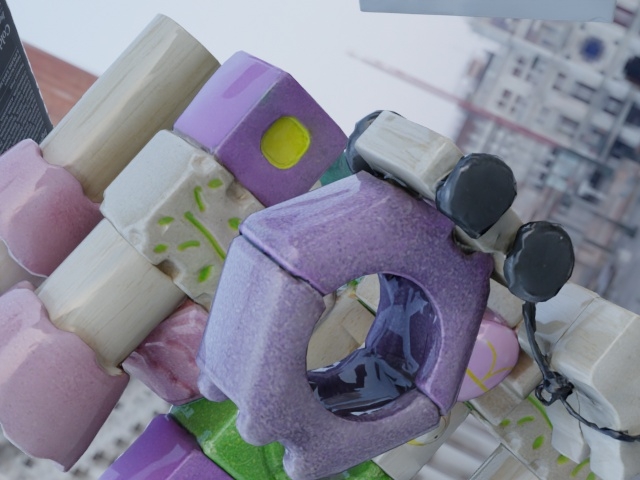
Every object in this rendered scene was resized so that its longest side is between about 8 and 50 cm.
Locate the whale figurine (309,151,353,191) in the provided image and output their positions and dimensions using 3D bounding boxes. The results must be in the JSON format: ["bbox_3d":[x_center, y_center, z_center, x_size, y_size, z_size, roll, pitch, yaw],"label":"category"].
[{"bbox_3d":[0.000,0.000,1.354,0.272,0.141,0.216,-147,70,-70],"label":"whale figurine"}]

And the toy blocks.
[{"bbox_3d":[-0.025,0.107,0.570,0.260,0.288,0.309,-48,29,-5],"label":"toy blocks"}]

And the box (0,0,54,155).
[{"bbox_3d":[-0.451,-0.148,1.318,0.312,0.343,0.179,79,-156,-51],"label":"box"}]

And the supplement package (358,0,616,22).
[{"bbox_3d":[0.123,-0.284,1.063,0.262,0.204,0.145,75,-160,-69],"label":"supplement package"}]
